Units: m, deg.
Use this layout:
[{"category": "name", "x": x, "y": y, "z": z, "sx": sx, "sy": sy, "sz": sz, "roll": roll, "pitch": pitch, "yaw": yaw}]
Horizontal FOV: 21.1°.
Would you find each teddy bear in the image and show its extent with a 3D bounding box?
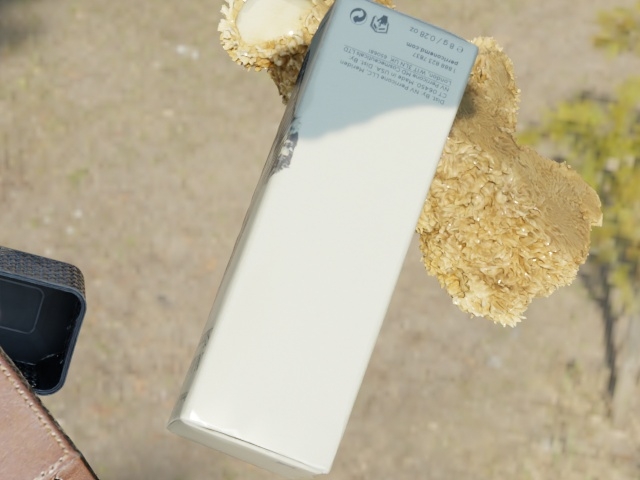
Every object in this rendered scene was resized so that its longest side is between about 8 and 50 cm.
[{"category": "teddy bear", "x": 0.059, "y": -0.086, "z": 1.291, "sx": 0.338, "sy": 0.113, "sz": 0.245, "roll": 34, "pitch": 43, "yaw": -24}]

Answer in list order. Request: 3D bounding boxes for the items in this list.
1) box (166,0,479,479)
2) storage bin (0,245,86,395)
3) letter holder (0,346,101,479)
[{"category": "box", "x": 0.000, "y": 0.000, "z": 1.034, "sx": 0.094, "sy": 0.113, "sz": 0.275, "roll": 22, "pitch": 76, "yaw": -6}, {"category": "storage bin", "x": -0.340, "y": 0.075, "z": 1.766, "sx": 0.180, "sy": 0.122, "sz": 0.084, "roll": 15, "pitch": 14, "yaw": -13}, {"category": "letter holder", "x": -0.264, "y": 0.136, "z": 0.985, "sx": 0.214, "sy": 0.152, "sz": 0.302, "roll": -36, "pitch": 48, "yaw": -12}]
